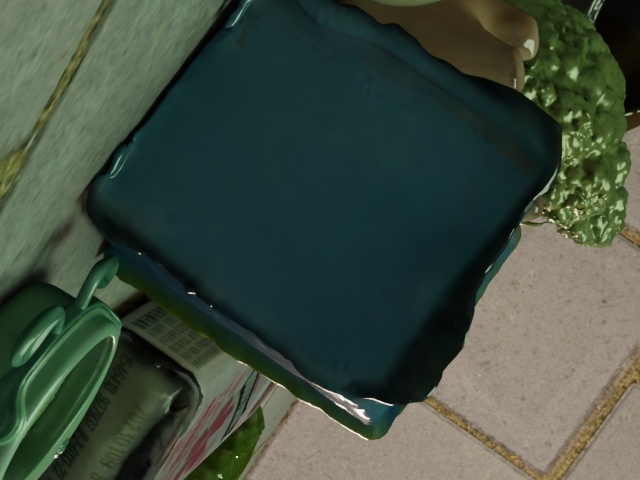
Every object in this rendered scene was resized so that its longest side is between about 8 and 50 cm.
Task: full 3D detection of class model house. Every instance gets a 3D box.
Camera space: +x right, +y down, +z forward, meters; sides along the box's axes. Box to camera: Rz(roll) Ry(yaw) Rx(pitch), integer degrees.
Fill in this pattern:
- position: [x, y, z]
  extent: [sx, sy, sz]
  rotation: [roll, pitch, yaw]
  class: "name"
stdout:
- position: [0.000, 0.000, 1.236]
  extent: [0.215, 0.237, 0.303]
  rotation: [-55, 174, -15]
  class: "model house"

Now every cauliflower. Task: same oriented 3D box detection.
- position: [0.150, -0.117, 1.725]
  extent: [0.281, 0.327, 0.260]
  rotation: [-17, -165, 32]
  class: "cauliflower"

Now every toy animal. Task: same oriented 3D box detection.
- position: [0.047, -0.057, 1.476]
  extent: [0.237, 0.269, 0.326]
  rotation: [-47, 137, -59]
  class: "toy animal"

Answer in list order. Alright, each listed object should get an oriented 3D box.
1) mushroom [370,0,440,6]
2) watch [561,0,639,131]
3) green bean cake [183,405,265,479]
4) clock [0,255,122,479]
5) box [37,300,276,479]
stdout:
- position: [0.042, -0.203, 1.057]
  extent: [0.154, 0.122, 0.154]
  rotation: [-12, 154, -6]
  class: "mushroom"
- position: [0.272, -0.274, 1.958]
  extent: [0.335, 0.314, 0.327]
  rotation: [-40, 154, -30]
  class: "watch"
- position: [-0.158, 0.254, 1.946]
  extent: [0.214, 0.113, 0.200]
  rotation: [-50, 172, -40]
  class: "green bean cake"
- position: [-0.181, 0.090, 1.129]
  extent: [0.188, 0.060, 0.148]
  rotation: [-60, 172, 33]
  class: "clock"
- position: [-0.120, 0.124, 1.571]
  extent: [0.190, 0.112, 0.369]
  rotation: [-59, 174, 19]
  class: "box"
